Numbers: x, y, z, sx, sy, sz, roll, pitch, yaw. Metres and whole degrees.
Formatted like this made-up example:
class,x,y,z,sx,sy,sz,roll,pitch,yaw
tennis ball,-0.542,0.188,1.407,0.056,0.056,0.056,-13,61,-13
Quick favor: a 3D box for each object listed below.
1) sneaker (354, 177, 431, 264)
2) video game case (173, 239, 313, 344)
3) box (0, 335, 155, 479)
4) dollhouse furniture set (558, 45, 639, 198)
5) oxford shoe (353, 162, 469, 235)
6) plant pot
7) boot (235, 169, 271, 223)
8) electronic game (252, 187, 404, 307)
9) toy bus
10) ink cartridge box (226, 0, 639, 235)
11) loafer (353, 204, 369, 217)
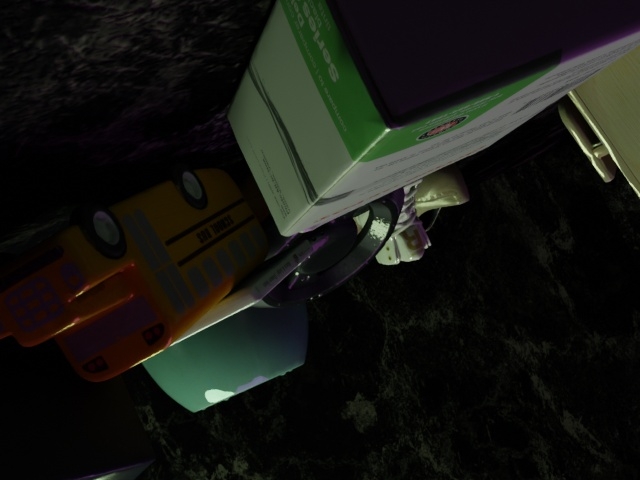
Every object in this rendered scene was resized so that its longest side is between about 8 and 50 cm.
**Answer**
class,x,y,z,sx,sy,sz,roll,pitch,yaw
sneaker,0.133,-0.057,1.470,0.108,0.169,0.292,-25,171,-18
video game case,-0.095,0.059,0.956,0.157,0.019,0.143,-28,-174,28
box,-0.375,0.209,0.774,0.343,0.179,0.312,-2,144,-48
dollhouse furniture set,0.493,-0.258,1.328,0.362,0.256,0.394,-28,-164,38
oxford shoe,0.133,-0.051,1.748,0.123,0.130,0.348,-31,178,-38
plant pot,-0.150,0.115,1.411,0.293,0.235,0.293,-24,174,-3
boot,-0.086,-0.010,1.155,0.220,0.109,0.283,-26,174,-14
electronic game,0.000,0.000,1.089,0.229,0.048,0.229,-28,153,-15
toy bus,-0.158,0.022,0.831,0.108,0.130,0.332,-27,-174,19
ink cartridge box,0.067,-0.118,0.645,0.211,0.121,0.289,-24,176,-18
loafer,0.043,-0.072,1.386,0.223,0.076,0.078,-22,165,31
